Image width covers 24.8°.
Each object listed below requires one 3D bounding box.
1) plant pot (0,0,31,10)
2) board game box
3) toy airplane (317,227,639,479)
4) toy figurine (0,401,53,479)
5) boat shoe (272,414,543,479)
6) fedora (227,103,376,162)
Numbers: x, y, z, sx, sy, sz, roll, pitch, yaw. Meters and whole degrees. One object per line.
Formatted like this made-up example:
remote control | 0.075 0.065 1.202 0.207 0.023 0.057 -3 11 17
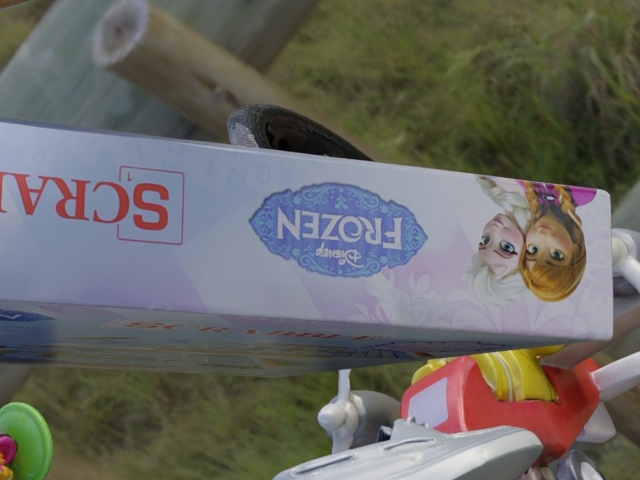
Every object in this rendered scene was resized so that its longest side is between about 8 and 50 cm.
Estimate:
plant pot | -0.068 -0.222 0.428 0.203 0.291 0.291 -5 60 27
board game box | -0.093 0.017 0.648 0.318 0.319 0.066 -16 71 62
toy airplane | 0.183 0.122 1.422 0.386 0.272 0.384 -33 -3 -19
toy figurine | -0.307 0.212 1.136 0.130 0.159 0.173 39 112 28
boat shoe | 0.067 0.176 1.140 0.081 0.227 0.079 59 151 31
fedora | 0.000 0.000 1.637 0.152 0.334 0.334 -50 41 21
